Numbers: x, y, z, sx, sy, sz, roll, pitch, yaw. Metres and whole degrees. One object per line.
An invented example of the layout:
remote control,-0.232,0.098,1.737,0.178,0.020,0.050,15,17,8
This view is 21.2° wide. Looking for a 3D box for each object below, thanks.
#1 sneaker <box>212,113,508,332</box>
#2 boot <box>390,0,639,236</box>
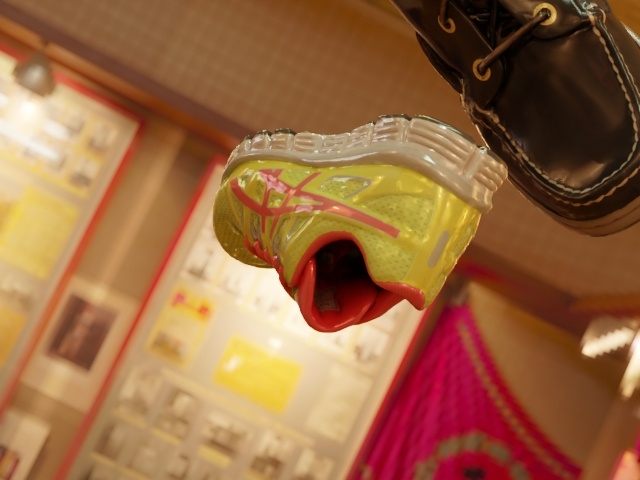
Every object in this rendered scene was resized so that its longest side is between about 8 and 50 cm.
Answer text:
sneaker,0.000,0.000,0.831,0.081,0.094,0.208,27,-19,-24
boot,0.086,-0.191,1.154,0.284,0.138,0.377,33,29,-45
